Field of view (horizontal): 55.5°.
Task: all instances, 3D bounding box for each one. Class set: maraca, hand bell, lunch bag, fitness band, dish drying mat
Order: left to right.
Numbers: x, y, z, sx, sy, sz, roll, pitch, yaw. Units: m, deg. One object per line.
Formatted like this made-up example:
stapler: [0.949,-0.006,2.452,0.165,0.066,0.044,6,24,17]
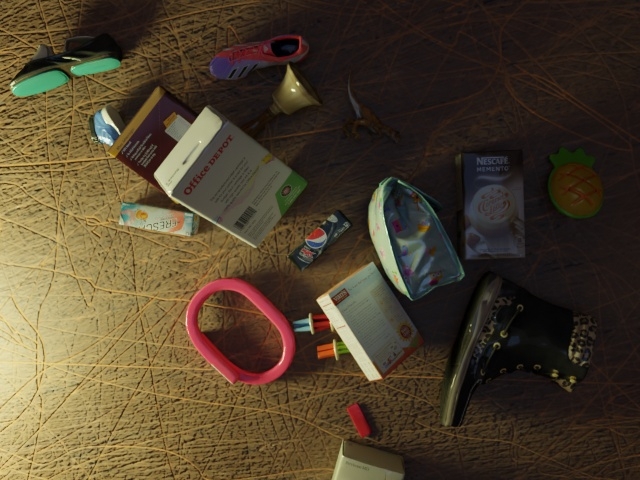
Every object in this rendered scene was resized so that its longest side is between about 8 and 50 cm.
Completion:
fitness band: [-0.195,0.226,1.502,0.291,0.054,0.209,45,92,0]
hand bell: [-0.125,-0.302,1.463,0.242,0.126,0.126,-37,89,18]
dish drying mat: [0.097,0.445,1.509,0.032,0.008,0.083,-27,89,4]
lunch bag: [0.197,-0.015,1.376,0.160,0.223,0.262,-24,89,-1]
maraca: [0.590,-0.135,1.411,0.127,0.099,0.186,4,67,-2]

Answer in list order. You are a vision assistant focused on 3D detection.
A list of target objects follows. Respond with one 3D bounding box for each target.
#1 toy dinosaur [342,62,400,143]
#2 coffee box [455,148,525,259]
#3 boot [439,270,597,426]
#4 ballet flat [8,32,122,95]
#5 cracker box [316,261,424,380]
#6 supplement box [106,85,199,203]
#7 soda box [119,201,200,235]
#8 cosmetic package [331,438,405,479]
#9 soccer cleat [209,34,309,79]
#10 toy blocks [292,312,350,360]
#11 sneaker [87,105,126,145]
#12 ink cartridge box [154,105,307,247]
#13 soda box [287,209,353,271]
toy dinosaur: [0.101,-0.301,1.461,0.112,0.064,0.211,-45,99,-12]
coffee box: [0.393,-0.082,1.421,0.141,0.098,0.247,-3,92,4]
boot: [0.453,0.289,1.419,0.284,0.138,0.377,19,88,3]
ballet flat: [-0.626,-0.436,1.489,0.280,0.095,0.096,-18,81,-6]
cracker box: [0.119,0.189,1.431,0.155,0.067,0.232,-32,90,-32]
supplement box: [-0.354,-0.226,1.425,0.194,0.129,0.191,38,94,-17]
soda box: [-0.393,-0.053,1.495,0.183,0.063,0.058,9,93,4]
cosmetic package: [0.086,0.663,1.467,0.160,0.113,0.309,14,94,3]
soccer cleat: [-0.149,-0.442,1.446,0.248,0.095,0.083,-10,91,3]
toy blocks: [0.013,0.234,1.483,0.148,0.054,0.123,-9,91,4]
sneaker: [-0.514,-0.248,1.501,0.084,0.058,0.152,-20,109,23]
ink cartridge box: [-0.198,-0.138,1.373,0.201,0.278,0.117,-51,45,4]
soda box: [0.000,0.000,1.471,0.169,0.060,0.053,-43,88,5]
